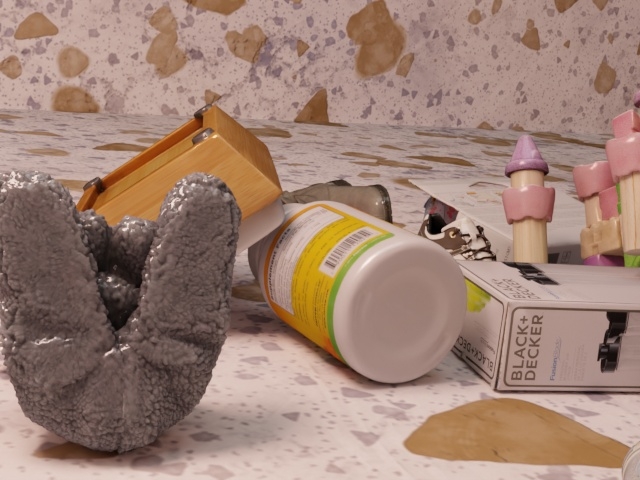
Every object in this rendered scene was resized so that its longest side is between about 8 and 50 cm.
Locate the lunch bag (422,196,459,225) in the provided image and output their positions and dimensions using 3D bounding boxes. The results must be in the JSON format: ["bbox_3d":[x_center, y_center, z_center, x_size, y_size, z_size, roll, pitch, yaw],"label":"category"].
[{"bbox_3d":[0.191,-0.038,1.592,0.071,0.083,0.053,-6,17,-40],"label":"lunch bag"}]

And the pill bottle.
[{"bbox_3d":[0.022,0.037,1.050,0.136,0.136,0.245,-1,14,-28],"label":"pill bottle"}]

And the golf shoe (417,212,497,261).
[{"bbox_3d":[0.180,0.023,1.296,0.077,0.094,0.198,-3,17,-40],"label":"golf shoe"}]

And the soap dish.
[{"bbox_3d":[-0.159,-0.038,1.138,0.229,0.118,0.291,-33,15,3],"label":"soap dish"}]

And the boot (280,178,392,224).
[{"bbox_3d":[-0.006,-0.039,1.567,0.161,0.083,0.246,-7,11,-22],"label":"boot"}]

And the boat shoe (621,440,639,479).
[{"bbox_3d":[0.313,0.181,0.697,0.227,0.079,0.081,4,21,17],"label":"boat shoe"}]

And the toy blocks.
[{"bbox_3d":[0.405,-0.083,1.265,0.308,0.260,0.288,5,-13,-21],"label":"toy blocks"}]

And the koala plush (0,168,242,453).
[{"bbox_3d":[-0.176,0.062,0.849,0.196,0.203,0.221,1,-8,-19],"label":"koala plush"}]

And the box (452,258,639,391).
[{"bbox_3d":[0.281,0.084,1.072,0.289,0.087,0.169,3,13,-13],"label":"box"}]

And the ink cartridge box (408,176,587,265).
[{"bbox_3d":[0.292,-0.023,1.536,0.275,0.060,0.239,-4,25,-37],"label":"ink cartridge box"}]
